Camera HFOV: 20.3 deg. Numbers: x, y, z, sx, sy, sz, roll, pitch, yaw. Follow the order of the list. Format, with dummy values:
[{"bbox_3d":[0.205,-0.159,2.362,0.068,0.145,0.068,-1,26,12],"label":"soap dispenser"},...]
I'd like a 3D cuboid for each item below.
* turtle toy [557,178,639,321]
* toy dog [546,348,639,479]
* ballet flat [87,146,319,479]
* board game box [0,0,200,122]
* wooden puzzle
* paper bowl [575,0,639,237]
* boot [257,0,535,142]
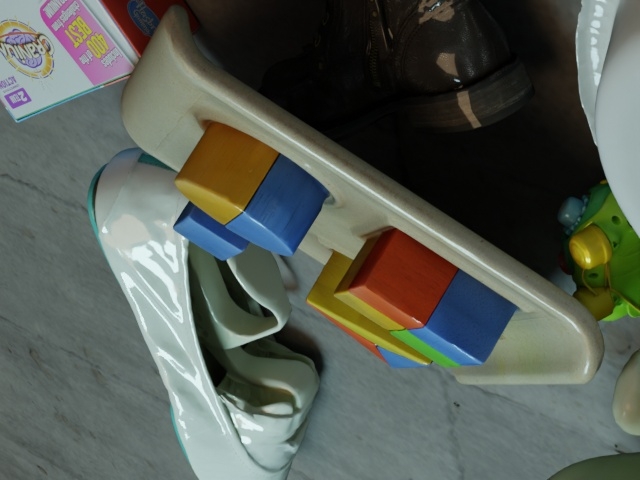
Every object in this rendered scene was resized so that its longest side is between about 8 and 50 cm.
[{"bbox_3d":[0.191,0.007,1.150,0.066,0.095,0.130,49,157,42],"label":"turtle toy"},{"bbox_3d":[0.296,0.230,1.145,0.395,0.285,0.408,35,157,-29],"label":"toy dog"},{"bbox_3d":[-0.076,0.094,1.549,0.139,0.139,0.400,14,135,43],"label":"ballet flat"},{"bbox_3d":[-0.261,-0.256,1.412,0.242,0.064,0.316,-11,118,55],"label":"board game box"},{"bbox_3d":[0.000,0.000,1.228,0.348,0.080,0.322,37,170,-6],"label":"wooden puzzle"},{"bbox_3d":[0.258,-0.063,0.922,0.284,0.148,0.284,32,146,25],"label":"paper bowl"},{"bbox_3d":[0.020,-0.184,1.151,0.263,0.091,0.229,0,120,49],"label":"boot"}]
